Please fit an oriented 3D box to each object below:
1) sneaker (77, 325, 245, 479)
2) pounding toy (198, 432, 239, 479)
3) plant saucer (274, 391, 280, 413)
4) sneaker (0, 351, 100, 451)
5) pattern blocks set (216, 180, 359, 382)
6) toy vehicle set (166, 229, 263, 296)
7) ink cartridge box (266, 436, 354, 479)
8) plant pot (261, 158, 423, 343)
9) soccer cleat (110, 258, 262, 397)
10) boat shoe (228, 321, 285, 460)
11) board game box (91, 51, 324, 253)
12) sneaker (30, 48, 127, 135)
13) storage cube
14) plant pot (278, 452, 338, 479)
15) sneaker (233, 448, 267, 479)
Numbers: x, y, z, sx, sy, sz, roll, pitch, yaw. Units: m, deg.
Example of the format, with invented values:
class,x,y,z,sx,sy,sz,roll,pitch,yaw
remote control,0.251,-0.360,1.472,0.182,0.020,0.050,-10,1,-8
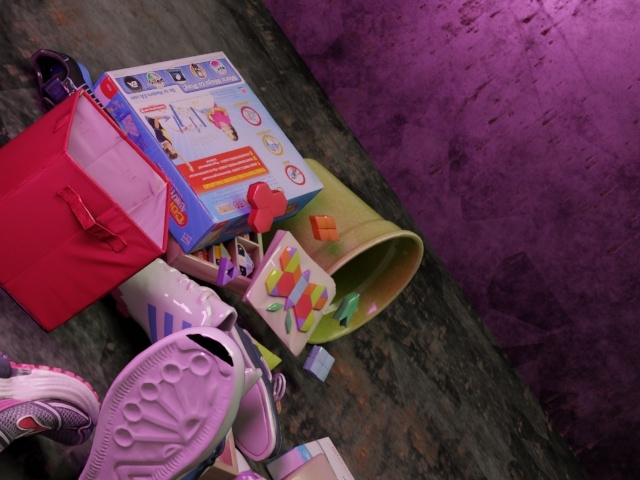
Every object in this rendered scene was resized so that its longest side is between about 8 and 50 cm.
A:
class,x,y,z,sx,sy,sz,roll,pitch,yaw
sneaker,-0.156,0.187,1.662,0.130,0.322,0.236,34,26,4
pounding toy,-0.179,0.251,1.900,0.130,0.100,0.141,32,34,-42
plant saucer,-0.092,0.236,2.289,0.083,0.015,0.083,49,17,-21
sneaker,-0.341,0.183,1.544,0.299,0.121,0.112,28,61,-60
pattern blocks set,-0.047,0.080,2.359,0.026,0.285,0.325,10,-16,41
toy vehicle set,-0.175,-0.039,2.406,0.166,0.035,0.266,23,40,-30
ink cartridge box,-0.003,0.357,2.228,0.104,0.060,0.180,58,16,11
plant pot,0.000,0.000,2.643,0.254,0.276,0.276,51,12,26
soccer cleat,-0.198,0.088,2.045,0.331,0.143,0.116,58,16,9
boat shoe,-0.105,0.217,2.163,0.079,0.095,0.254,22,26,-44
board game box,-0.187,-0.151,2.398,0.302,0.086,0.308,54,34,11
sneaker,-0.369,-0.195,2.240,0.090,0.081,0.232,23,29,-58
storage cube,-0.320,-0.039,1.854,0.183,0.193,0.215,48,19,-25
plant pot,-0.033,0.372,2.046,0.096,0.109,0.109,-5,61,-58
sneaker,-0.028,0.366,1.943,0.282,0.161,0.102,58,7,5
